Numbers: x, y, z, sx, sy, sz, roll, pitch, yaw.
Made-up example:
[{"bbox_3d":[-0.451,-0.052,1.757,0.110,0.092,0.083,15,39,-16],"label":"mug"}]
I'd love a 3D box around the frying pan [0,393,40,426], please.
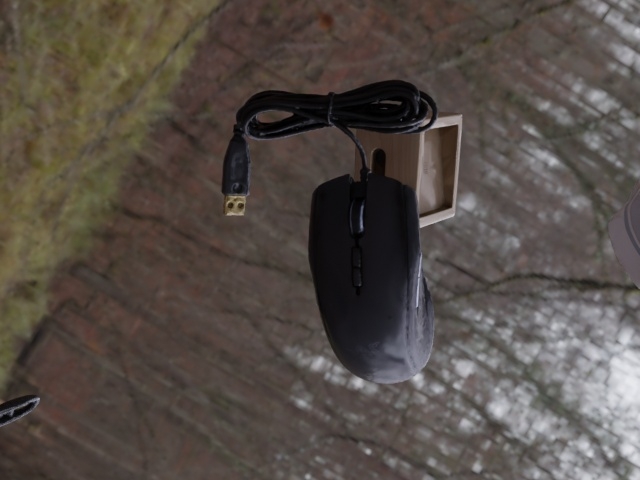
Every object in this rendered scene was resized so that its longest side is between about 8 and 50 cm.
[{"bbox_3d":[-0.444,0.257,1.276,0.197,0.053,0.326,-57,160,-4],"label":"frying pan"}]

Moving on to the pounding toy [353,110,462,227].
[{"bbox_3d":[0.079,-0.056,1.282,0.206,0.094,0.181,-17,113,-59],"label":"pounding toy"}]

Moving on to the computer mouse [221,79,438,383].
[{"bbox_3d":[0.000,0.000,0.906,0.060,0.184,0.262,-44,135,-66],"label":"computer mouse"}]

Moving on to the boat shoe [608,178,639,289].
[{"bbox_3d":[0.237,-0.015,0.713,0.063,0.066,0.184,-44,175,32],"label":"boat shoe"}]
